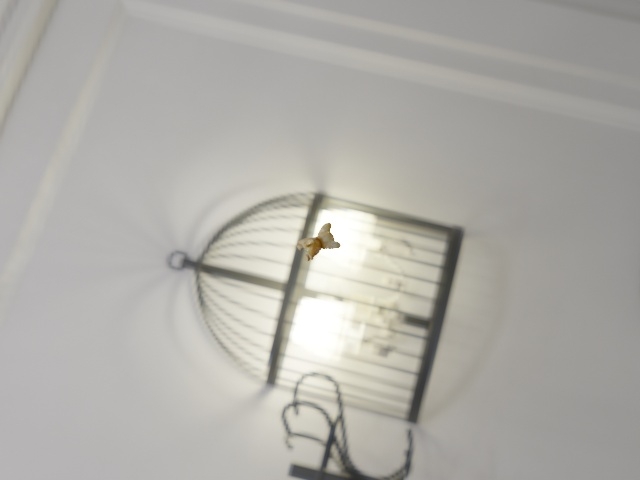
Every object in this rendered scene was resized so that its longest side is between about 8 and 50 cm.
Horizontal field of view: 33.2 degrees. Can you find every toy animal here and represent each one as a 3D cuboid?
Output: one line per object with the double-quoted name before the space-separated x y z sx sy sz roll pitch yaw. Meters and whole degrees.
"toy animal" 0.000 0.000 2.044 0.083 0.060 0.081 -29 -22 -21
